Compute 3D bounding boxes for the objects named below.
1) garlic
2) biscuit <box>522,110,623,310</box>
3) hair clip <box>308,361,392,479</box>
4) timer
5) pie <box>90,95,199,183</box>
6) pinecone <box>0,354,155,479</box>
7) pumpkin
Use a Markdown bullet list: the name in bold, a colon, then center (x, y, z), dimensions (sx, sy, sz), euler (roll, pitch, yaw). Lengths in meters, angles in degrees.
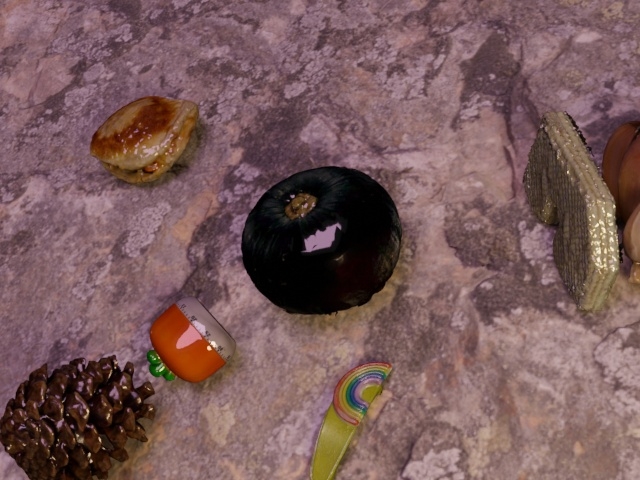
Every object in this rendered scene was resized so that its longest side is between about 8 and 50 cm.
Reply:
- **garlic**: center (0.456, -0.065, 1.445), dimensions (0.160, 0.191, 0.214), euler (7, 42, 0)
- **biscuit**: center (0.332, -0.042, 1.493), dimensions (0.046, 0.147, 0.250), euler (-4, 48, -13)
- **hair clip**: center (0.031, 0.234, 1.489), dimensions (0.060, 0.033, 0.188), euler (10, 58, 33)
- **timer**: center (-0.195, 0.153, 1.626), dimensions (0.136, 0.099, 0.136), euler (-25, 42, 24)
- **pie**: center (-0.305, -0.186, 1.959), dimensions (0.205, 0.084, 0.179), euler (13, 61, 37)
- **pinecone**: center (-0.339, 0.247, 1.567), dimensions (0.184, 0.179, 0.204), euler (24, 39, 27)
- **pumpkin**: center (0.000, 0.000, 1.606), dimensions (0.233, 0.163, 0.233), euler (-14, 47, 15)
